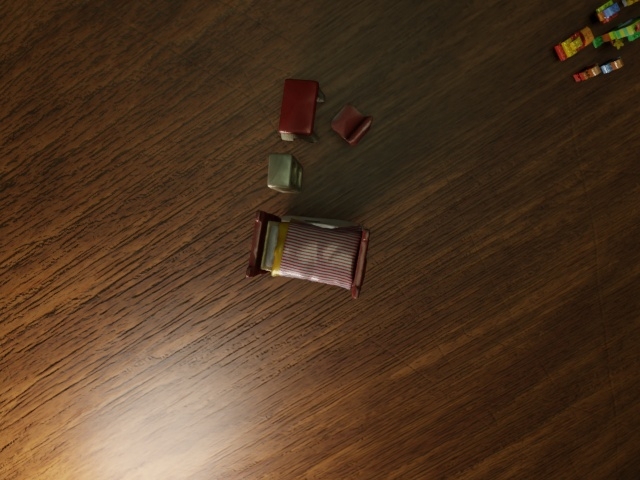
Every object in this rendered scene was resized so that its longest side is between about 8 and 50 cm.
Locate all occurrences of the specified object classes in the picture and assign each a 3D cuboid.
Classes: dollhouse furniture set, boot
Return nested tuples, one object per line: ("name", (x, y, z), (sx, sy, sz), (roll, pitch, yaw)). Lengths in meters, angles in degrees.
("dollhouse furniture set", (0.002, -0.103, 0.768), (0.201, 0.152, 0.374), (8, 91, 7))
("boot", (0.000, 0.000, 0.889), (0.189, 0.069, 0.086), (7, 108, 6))

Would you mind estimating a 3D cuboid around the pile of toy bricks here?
("pile of toy bricks", (0.570, -0.394, 0.787), (0.212, 0.105, 0.118), (-34, 101, 6))
